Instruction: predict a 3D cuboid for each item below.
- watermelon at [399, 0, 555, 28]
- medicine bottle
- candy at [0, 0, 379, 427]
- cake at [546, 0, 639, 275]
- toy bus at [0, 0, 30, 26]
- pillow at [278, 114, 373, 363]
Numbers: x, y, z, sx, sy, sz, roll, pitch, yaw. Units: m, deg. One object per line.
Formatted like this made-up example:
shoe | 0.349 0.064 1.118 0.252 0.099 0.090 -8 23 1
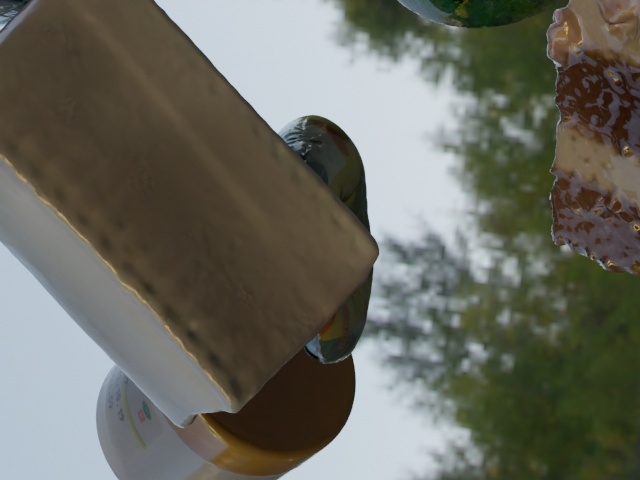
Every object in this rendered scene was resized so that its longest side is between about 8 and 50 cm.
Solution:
watermelon | 0.152 -0.335 2.011 0.146 0.231 0.128 72 -157 -59
medicine bottle | -0.114 0.180 2.044 0.232 0.238 0.238 -42 21 49
candy | -0.145 -0.036 1.432 0.208 0.359 0.145 -49 11 -29
cake | 0.355 -0.114 1.392 0.255 0.282 0.290 -35 -41 -33
toy bus | -0.300 -0.316 1.561 0.147 0.128 0.256 20 -111 -41
pillow | 0.000 0.000 1.633 0.214 0.086 0.233 -73 -21 -66
